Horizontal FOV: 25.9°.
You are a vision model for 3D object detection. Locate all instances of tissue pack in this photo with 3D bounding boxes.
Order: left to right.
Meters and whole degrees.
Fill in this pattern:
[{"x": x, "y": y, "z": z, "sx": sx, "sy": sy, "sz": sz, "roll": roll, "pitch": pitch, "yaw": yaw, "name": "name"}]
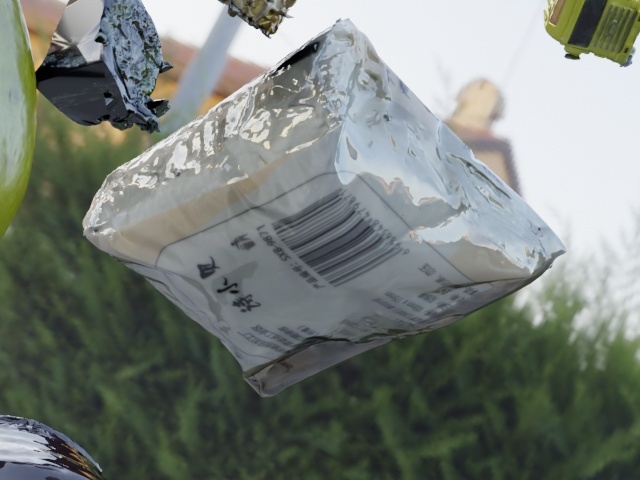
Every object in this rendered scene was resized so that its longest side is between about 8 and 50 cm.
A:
[{"x": 0.000, "y": 0.000, "z": 1.399, "sx": 0.390, "sy": 0.195, "sz": 0.375, "roll": -26, "pitch": -49, "yaw": 24, "name": "tissue pack"}]

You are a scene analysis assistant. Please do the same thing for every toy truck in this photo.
[{"x": 0.357, "y": -0.358, "z": 1.902, "sx": 0.157, "sy": 0.124, "sz": 0.272, "roll": 10, "pitch": 38, "yaw": -7, "name": "toy truck"}]

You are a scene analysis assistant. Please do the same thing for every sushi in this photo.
[{"x": -0.138, "y": -0.118, "z": 0.916, "sx": 0.056, "sy": 0.083, "sz": 0.084, "roll": -14, "pitch": -35, "yaw": 23, "name": "sushi"}]

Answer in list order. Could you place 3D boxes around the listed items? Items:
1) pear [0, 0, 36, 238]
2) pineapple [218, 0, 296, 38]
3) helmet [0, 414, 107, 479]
[{"x": -0.307, "y": -0.114, "z": 0.819, "sx": 0.288, "sy": 0.375, "sz": 0.287, "roll": 2, "pitch": -1, "yaw": 0, "name": "pear"}, {"x": -0.067, "y": -0.293, "z": 1.313, "sx": 0.158, "sy": 0.161, "sz": 0.334, "roll": 42, "pitch": 1, "yaw": 7, "name": "pineapple"}, {"x": -0.196, "y": 0.254, "z": 0.773, "sx": 0.225, "sy": 0.305, "sz": 0.177, "roll": 23, "pitch": -8, "yaw": -28, "name": "helmet"}]
